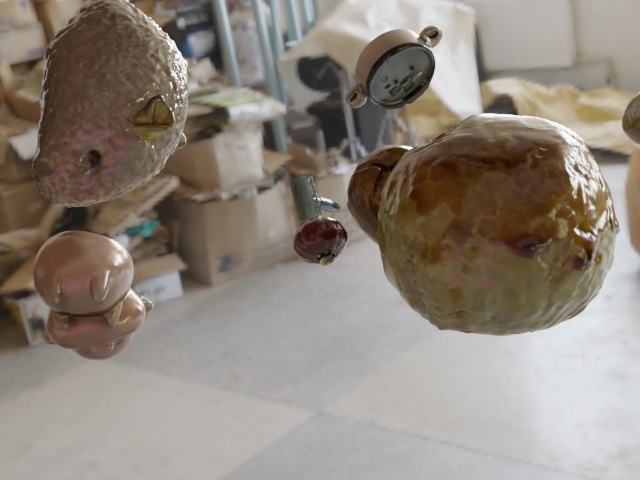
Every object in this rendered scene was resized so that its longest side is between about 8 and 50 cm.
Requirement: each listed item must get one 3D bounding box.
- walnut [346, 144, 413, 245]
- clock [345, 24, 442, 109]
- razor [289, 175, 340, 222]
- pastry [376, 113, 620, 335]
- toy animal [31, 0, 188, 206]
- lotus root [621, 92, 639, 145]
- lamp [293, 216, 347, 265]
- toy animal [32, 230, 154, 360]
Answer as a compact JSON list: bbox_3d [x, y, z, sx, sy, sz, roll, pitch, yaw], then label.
[{"bbox_3d":[0.203,-0.052,2.007,0.336,0.209,0.209,36,33,11],"label":"walnut"},{"bbox_3d":[0.148,-0.328,2.042,0.229,0.155,0.063,-36,49,7],"label":"clock"},{"bbox_3d":[0.000,-0.058,1.668,0.040,0.068,0.135,-18,-12,21],"label":"razor"},{"bbox_3d":[0.276,-0.036,1.645,0.389,0.312,0.388,5,27,-2],"label":"pastry"},{"bbox_3d":[-0.310,-0.221,1.605,0.227,0.358,0.188,0,-12,5],"label":"toy animal"},{"bbox_3d":[0.638,-0.232,1.990,0.125,0.118,0.221,2,-5,-1],"label":"lotus root"},{"bbox_3d":[0.000,0.000,1.902,0.101,0.090,0.101,-16,-27,-8],"label":"lamp"},{"bbox_3d":[-0.341,0.081,1.543,0.166,0.250,0.154,2,55,-2],"label":"toy animal"}]
